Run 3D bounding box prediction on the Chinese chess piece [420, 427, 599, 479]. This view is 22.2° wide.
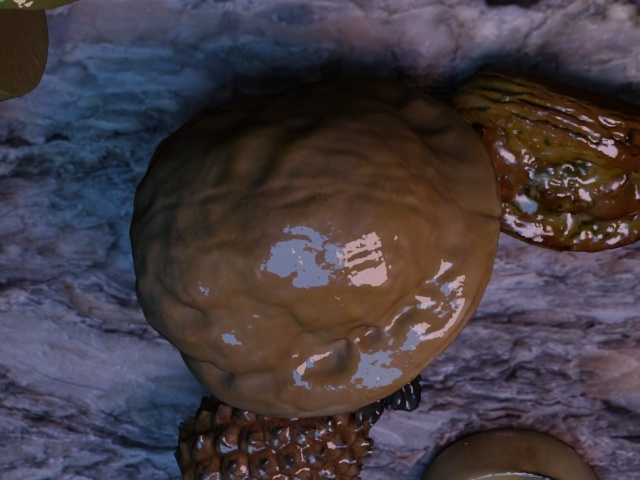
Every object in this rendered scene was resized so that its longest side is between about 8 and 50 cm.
[{"bbox_3d":[0.241,0.353,2.086,0.251,0.097,0.251,2,124,3],"label":"Chinese chess piece"}]

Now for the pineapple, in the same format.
[{"bbox_3d":[0.006,0.197,1.948,0.357,0.223,0.223,-44,112,11],"label":"pineapple"}]

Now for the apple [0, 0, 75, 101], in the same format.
[{"bbox_3d":[-0.337,-0.279,1.594,0.292,0.254,0.292,3,121,6],"label":"apple"}]

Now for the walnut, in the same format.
[{"bbox_3d":[-0.015,0.001,1.711,0.383,0.383,0.383,2,125,3],"label":"walnut"}]

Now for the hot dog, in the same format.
[{"bbox_3d":[0.259,-0.089,1.759,0.272,0.122,0.196,16,132,-9],"label":"hot dog"}]
